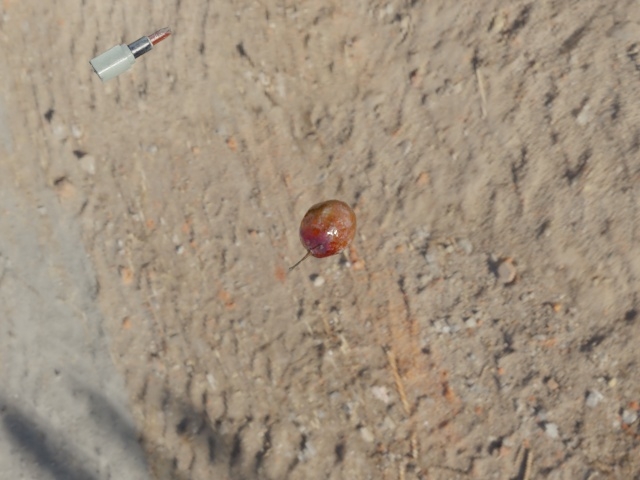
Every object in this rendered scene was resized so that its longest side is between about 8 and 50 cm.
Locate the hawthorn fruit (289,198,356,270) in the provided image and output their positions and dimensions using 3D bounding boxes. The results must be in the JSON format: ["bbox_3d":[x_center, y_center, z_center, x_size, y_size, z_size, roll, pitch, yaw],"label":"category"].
[{"bbox_3d":[0.000,0.000,0.935,0.067,0.103,0.066,23,151,14],"label":"hawthorn fruit"}]

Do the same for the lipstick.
[{"bbox_3d":[-0.228,-0.231,0.987,0.025,0.107,0.025,54,167,15],"label":"lipstick"}]
